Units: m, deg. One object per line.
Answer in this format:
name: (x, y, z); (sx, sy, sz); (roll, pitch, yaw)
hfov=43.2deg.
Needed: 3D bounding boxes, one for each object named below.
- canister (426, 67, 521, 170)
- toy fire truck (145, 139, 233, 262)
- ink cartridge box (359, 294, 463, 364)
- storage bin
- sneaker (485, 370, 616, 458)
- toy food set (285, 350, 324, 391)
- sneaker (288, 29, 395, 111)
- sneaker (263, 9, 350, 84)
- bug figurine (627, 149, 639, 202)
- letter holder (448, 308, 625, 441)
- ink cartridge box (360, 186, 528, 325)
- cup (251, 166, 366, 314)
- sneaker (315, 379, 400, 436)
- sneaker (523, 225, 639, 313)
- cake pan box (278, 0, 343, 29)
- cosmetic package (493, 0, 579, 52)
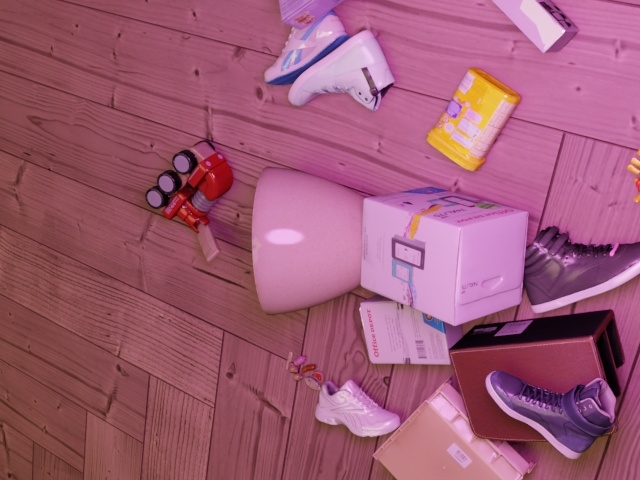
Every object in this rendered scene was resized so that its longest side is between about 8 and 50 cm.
canister: (0.308, -0.244, 1.624); (0.126, 0.073, 0.169); (39, 120, 18)
toy fire truck: (-0.298, -0.092, 2.037); (0.246, 0.158, 0.217); (46, 123, 1)
ink cartridge box: (0.204, 0.195, 1.808); (0.203, 0.086, 0.148); (-4, 102, 35)
storage bin: (0.298, 0.482, 1.807); (0.262, 0.123, 0.260); (45, 122, 15)
sneaker: (0.432, 0.286, 1.491); (0.226, 0.086, 0.163); (36, 134, 6)
toy food set: (-0.039, 0.333, 2.051); (0.122, 0.019, 0.077); (25, 116, 26)
sneaker: (0.045, -0.325, 1.764); (0.256, 0.094, 0.151); (-31, 88, 37)
sneaker: (-0.040, -0.425, 1.804); (0.229, 0.087, 0.092); (-31, 78, 29)
bug figurine: (0.695, -0.098, 1.408); (0.279, 0.072, 0.216); (42, 116, 22)
letter holder: (0.447, 0.279, 1.634); (0.302, 0.152, 0.214); (-12, 99, 35)
ink cartridge box: (0.243, 0.021, 1.617); (0.270, 0.198, 0.197); (21, 116, 49)
cup: (0.000, 0.000, 1.780); (0.237, 0.331, 0.330); (0, 104, 9)
sneaker: (0.085, 0.397, 1.947); (0.232, 0.090, 0.115); (8, 104, 31)
sneaker: (0.499, 0.027, 1.552); (0.296, 0.105, 0.146); (-30, 91, 40)
cake pan box: (0.013, -0.605, 1.665); (0.267, 0.070, 0.245); (-26, 67, 37)
cosmetic package: (0.370, -0.454, 1.508); (0.239, 0.099, 0.060); (50, 122, 11)
